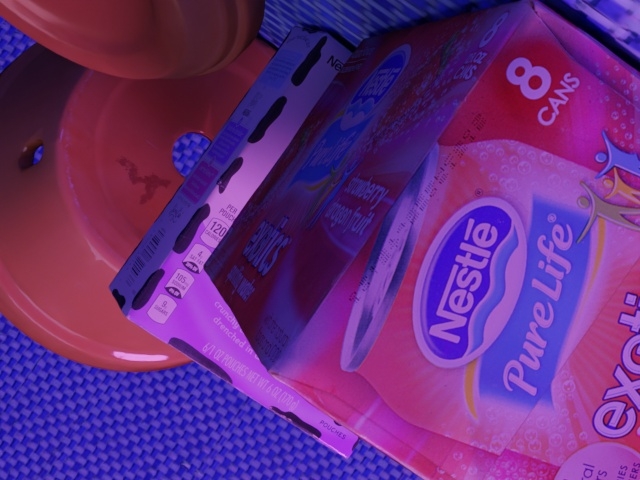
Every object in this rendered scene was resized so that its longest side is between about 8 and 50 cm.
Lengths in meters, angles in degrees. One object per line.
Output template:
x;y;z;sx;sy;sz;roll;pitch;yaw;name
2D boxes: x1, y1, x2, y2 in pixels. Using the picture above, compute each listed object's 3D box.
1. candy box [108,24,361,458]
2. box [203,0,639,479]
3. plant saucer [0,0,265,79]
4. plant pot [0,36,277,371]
0.000;0.000;0.836;0.165;0.196;0.070;35;180;-20;candy box
0.058;0.006;0.594;0.142;0.154;0.300;35;180;-10;box
-0.119;-0.140;0.645;0.200;0.037;0.200;27;156;13;plant saucer
-0.118;-0.047;1.070;0.291;0.291;0.203;35;163;-14;plant pot
